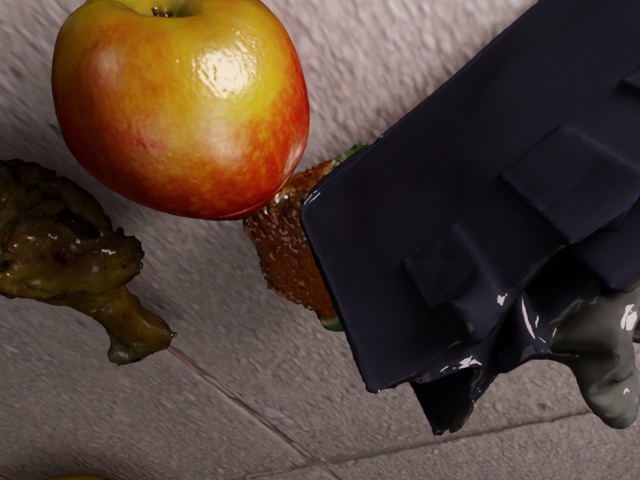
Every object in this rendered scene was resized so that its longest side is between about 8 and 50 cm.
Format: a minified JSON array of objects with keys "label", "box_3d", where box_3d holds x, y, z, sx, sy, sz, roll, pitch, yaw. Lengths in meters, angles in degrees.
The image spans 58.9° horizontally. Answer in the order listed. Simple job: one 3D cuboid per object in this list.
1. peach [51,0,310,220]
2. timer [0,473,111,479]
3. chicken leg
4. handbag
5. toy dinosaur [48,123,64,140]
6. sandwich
[{"label":"peach","box_3d":[-0.103,-0.102,0.445,0.190,0.190,0.193,-2,135,6]},{"label":"timer","box_3d":[-0.512,0.629,1.128,0.376,0.376,0.386,37,170,-28]},{"label":"chicken leg","box_3d":[-0.267,0.029,0.627,0.211,0.140,0.361,-2,149,36]},{"label":"handbag","box_3d":[0.154,-0.036,0.378,0.325,0.269,0.118,-41,121,13]},{"label":"toy dinosaur","box_3d":[-0.184,-0.081,0.575,0.180,0.037,0.058,4,112,-9]},{"label":"sandwich","box_3d":[0.010,0.002,0.619,0.159,0.079,0.235,1,132,18]}]
